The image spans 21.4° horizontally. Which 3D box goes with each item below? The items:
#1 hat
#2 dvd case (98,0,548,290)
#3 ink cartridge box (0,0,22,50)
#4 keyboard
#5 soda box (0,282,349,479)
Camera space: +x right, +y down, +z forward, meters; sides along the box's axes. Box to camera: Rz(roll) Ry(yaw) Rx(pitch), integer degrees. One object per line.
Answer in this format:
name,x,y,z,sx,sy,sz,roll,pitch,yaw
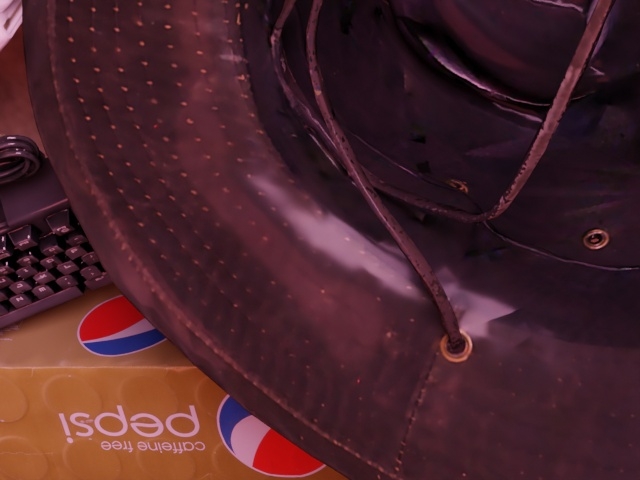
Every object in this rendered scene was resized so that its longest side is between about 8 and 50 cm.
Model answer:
hat,0.086,-0.062,0.494,0.331,0.134,0.331,6,107,21
dvd case,0.000,0.000,0.638,0.165,0.018,0.221,15,127,4
ink cartridge box,-0.220,-0.078,0.587,0.172,0.100,0.237,39,125,-16
keyboard,-0.106,0.001,0.582,0.180,0.023,0.108,-23,149,8
soda box,-0.039,0.054,0.638,0.181,0.058,0.061,-1,124,16
